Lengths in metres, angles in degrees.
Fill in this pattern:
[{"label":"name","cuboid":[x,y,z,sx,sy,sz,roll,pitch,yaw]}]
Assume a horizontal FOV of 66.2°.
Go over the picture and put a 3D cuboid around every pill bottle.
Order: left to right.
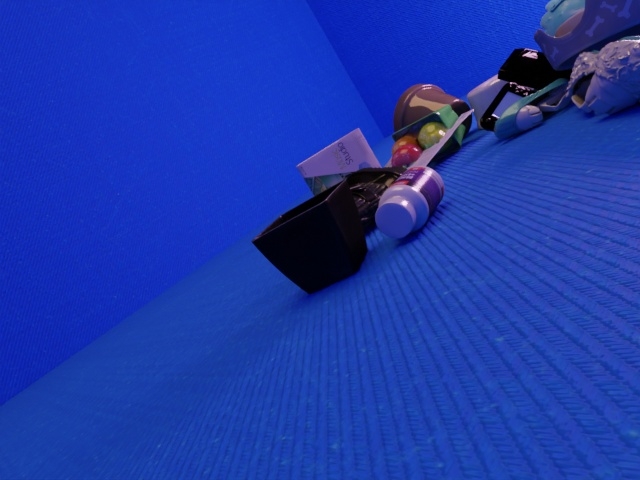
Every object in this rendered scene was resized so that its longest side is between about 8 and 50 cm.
[{"label":"pill bottle","cuboid":[0.189,-0.080,1.047,0.108,0.108,0.193,-24,12,37]}]

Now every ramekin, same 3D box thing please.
[{"label":"ramekin","cuboid":[0.657,-0.520,1.729,0.277,0.135,0.277,-31,10,6]}]

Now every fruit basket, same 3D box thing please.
[{"label":"fruit basket","cuboid":[0.327,-0.287,1.662,0.327,0.165,0.353,-18,33,57]}]

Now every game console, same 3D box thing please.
[{"label":"game console","cuboid":[0.597,-0.427,1.427,0.213,0.044,0.361,26,65,27]}]

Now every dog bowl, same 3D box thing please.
[{"label":"dog bowl","cuboid":[0.714,-0.529,1.196,0.349,0.102,0.349,-18,0,0]}]

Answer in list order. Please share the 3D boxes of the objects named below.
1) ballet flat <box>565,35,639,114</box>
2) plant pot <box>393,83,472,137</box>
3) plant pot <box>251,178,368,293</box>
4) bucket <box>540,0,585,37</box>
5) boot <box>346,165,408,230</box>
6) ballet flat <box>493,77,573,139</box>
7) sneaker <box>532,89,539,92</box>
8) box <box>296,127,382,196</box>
[{"label":"ballet flat","cuboid":[0.606,-0.324,1.021,0.147,0.147,0.409,-28,7,21]},{"label":"plant pot","cuboid":[0.446,-0.462,1.868,0.263,0.263,0.229,-35,27,-16]},{"label":"plant pot","cuboid":[0.000,0.000,1.058,0.188,0.167,0.187,-28,11,24]},{"label":"bucket","cuboid":[0.834,-0.651,1.475,0.281,0.281,0.183,-35,16,-16]},{"label":"boot","cuboid":[0.087,-0.100,1.398,0.260,0.131,0.348,-35,11,-20]},{"label":"ballet flat","cuboid":[0.578,-0.350,1.299,0.247,0.083,0.087,-34,24,-1]},{"label":"sneaker","cuboid":[0.636,-0.412,1.498,0.192,0.064,0.086,-39,-4,-15]},{"label":"box","cuboid":[0.087,-0.310,2.154,0.322,0.232,0.058,-31,9,7]}]
